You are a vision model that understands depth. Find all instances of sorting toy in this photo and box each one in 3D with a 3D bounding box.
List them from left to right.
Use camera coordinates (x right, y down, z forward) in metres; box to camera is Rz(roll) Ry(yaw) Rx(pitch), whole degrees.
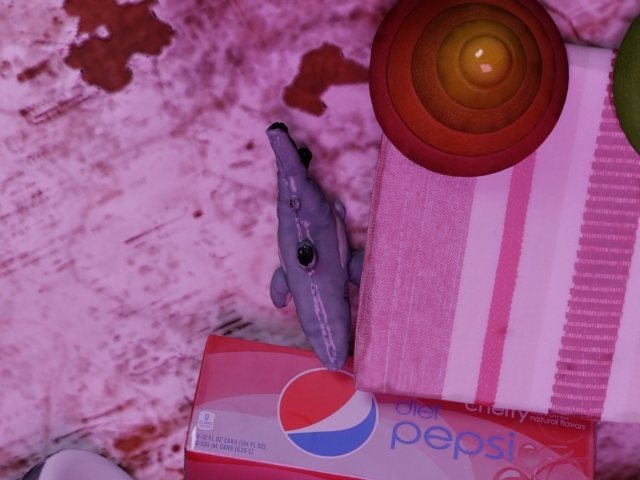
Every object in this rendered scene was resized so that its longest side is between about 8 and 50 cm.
[{"bbox_3d":[0.211,-0.091,0.934,0.366,0.126,0.127,2,92,1],"label":"sorting toy"}]

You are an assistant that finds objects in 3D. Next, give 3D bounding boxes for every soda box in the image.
[{"bbox_3d":[0.045,0.138,1.106,0.263,0.092,0.083,9,147,1],"label":"soda box"}]

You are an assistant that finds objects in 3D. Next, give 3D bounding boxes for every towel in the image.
[{"bbox_3d":[0.194,0.000,1.042,0.329,0.037,0.237,8,107,0],"label":"towel"}]

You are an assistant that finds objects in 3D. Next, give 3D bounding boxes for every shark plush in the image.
[{"bbox_3d":[0.000,0.000,1.060,0.073,0.067,0.161,2,120,4],"label":"shark plush"}]

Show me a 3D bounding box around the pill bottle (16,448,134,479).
[{"bbox_3d":[-0.231,0.263,1.194,0.246,0.130,0.130,-37,110,23],"label":"pill bottle"}]
